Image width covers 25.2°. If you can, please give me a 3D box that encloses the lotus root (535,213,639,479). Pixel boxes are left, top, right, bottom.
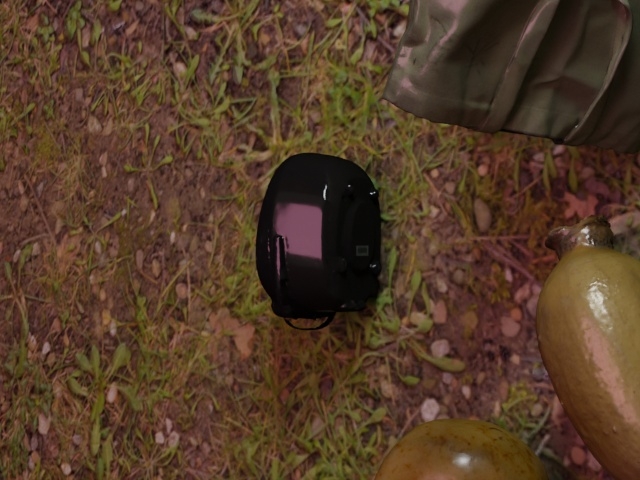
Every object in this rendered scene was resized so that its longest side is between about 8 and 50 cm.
[{"bbox_3d":[0.279,0.119,1.333,0.146,0.130,0.303,109,143,-63],"label":"lotus root"}]

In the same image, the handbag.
[{"bbox_3d":[0.224,-0.213,1.318,0.109,0.315,0.253,54,132,55],"label":"handbag"}]

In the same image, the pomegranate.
[{"bbox_3d":[0.136,0.269,1.450,0.196,0.196,0.196,-5,83,44],"label":"pomegranate"}]

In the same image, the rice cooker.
[{"bbox_3d":[0.000,0.001,1.627,0.118,0.142,0.203,1,91,33],"label":"rice cooker"}]
